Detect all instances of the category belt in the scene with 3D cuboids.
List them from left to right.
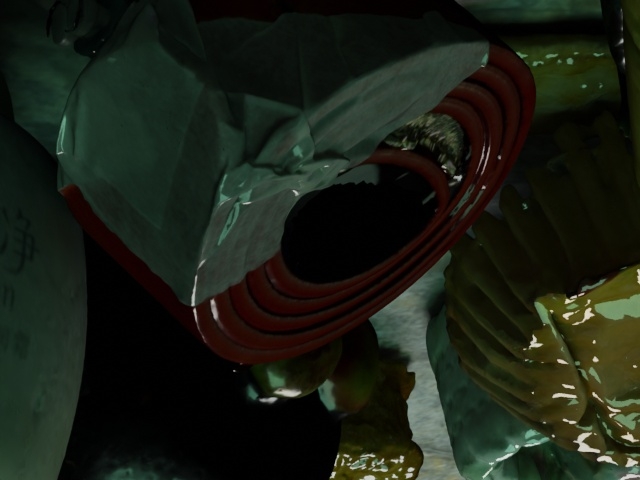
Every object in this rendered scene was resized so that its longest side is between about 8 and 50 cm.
[{"bbox_3d":[-0.010,-0.047,0.997,0.227,0.115,0.324,-54,158,15],"label":"belt"}]

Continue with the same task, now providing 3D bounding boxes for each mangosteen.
[{"bbox_3d":[-0.088,0.086,1.216,0.302,0.275,0.275,-38,144,18],"label":"mangosteen"}]

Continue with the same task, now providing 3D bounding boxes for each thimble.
[{"bbox_3d":[0.181,0.118,1.475,0.185,0.149,0.211,-6,153,-13],"label":"thimble"}]

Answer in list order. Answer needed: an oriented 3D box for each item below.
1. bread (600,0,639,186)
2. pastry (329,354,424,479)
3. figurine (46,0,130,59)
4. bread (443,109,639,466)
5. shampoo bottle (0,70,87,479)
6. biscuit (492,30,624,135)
[{"bbox_3d":[0.261,-0.126,0.955,0.251,0.208,0.376,1,151,11],"label":"bread"},{"bbox_3d":[-0.008,0.164,1.540,0.188,0.103,0.189,-9,153,-4],"label":"pastry"},{"bbox_3d":[-0.103,-0.109,1.054,0.106,0.047,0.060,16,134,-37],"label":"figurine"},{"bbox_3d":[0.212,0.042,1.244,0.274,0.149,0.274,-4,136,-4],"label":"bread"},{"bbox_3d":[-0.283,0.043,0.986,0.322,0.317,0.322,-6,154,-3],"label":"shampoo bottle"},{"bbox_3d":[0.164,-0.096,1.190,0.247,0.029,0.118,-3,152,-14],"label":"biscuit"}]
